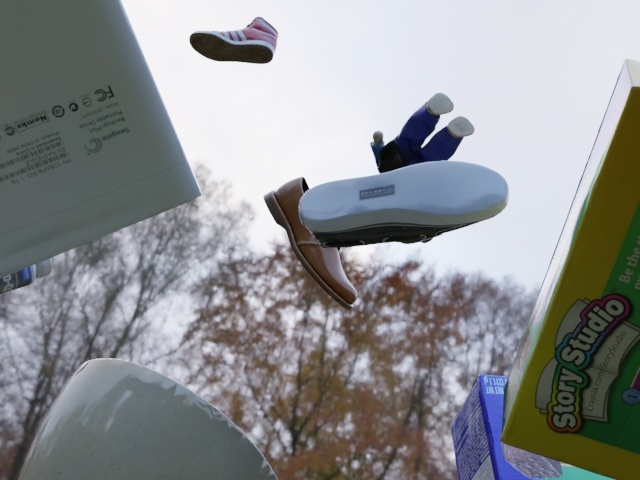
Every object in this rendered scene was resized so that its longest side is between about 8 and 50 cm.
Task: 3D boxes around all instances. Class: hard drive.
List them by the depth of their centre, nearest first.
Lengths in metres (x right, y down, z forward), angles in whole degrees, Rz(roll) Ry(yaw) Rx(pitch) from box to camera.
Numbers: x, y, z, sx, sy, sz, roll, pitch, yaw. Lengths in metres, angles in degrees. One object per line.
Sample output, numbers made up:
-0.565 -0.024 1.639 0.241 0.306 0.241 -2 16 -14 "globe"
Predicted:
-0.269 -0.154 0.731 0.233 0.047 0.352 -22 -70 -5 "hard drive"

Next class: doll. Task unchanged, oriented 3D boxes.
0.118 -0.098 1.166 0.129 0.046 0.189 50 -39 7 "doll"

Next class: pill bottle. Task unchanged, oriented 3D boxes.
-0.547 0.050 1.613 0.078 0.137 0.078 27 -53 43 "pill bottle"

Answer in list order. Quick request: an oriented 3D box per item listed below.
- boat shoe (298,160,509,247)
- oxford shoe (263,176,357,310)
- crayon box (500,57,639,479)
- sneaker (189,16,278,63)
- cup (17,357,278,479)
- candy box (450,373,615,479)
0.092 -0.027 1.005 0.229 0.080 0.076 -8 -39 14 "boat shoe"
0.000 0.000 1.296 0.076 0.212 0.076 -34 -17 9 "oxford shoe"
0.360 0.061 0.808 0.313 0.106 0.362 17 -62 8 "crayon box"
-0.115 -0.277 1.260 0.119 0.067 0.042 11 -43 5 "sneaker"
-0.243 0.343 1.122 0.331 0.237 0.331 20 -43 20 "cup"
0.304 0.313 1.013 0.268 0.317 0.122 6 -45 -9 "candy box"
